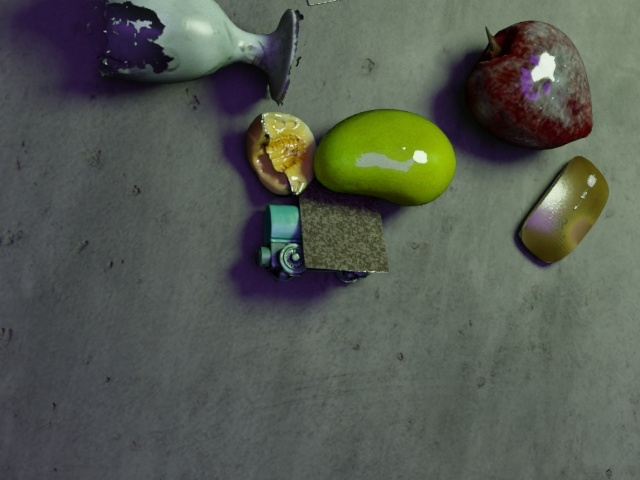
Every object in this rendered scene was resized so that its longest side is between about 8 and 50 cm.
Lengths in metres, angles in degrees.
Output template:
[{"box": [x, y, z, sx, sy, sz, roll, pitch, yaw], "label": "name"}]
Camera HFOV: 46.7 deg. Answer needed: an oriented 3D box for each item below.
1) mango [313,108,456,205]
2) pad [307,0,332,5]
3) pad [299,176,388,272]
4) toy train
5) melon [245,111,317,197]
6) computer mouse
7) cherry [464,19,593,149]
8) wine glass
[{"box": [0.125, -0.161, 1.385, 0.273, 0.149, 0.185, 11, 64, -15], "label": "mango"}, {"box": [0.029, -0.622, 1.451, 0.202, 0.005, 0.299, -16, 93, -17], "label": "pad"}, {"box": [0.039, -0.041, 1.369, 0.158, 0.003, 0.234, 5, 53, -15], "label": "pad"}, {"box": [0.000, 0.000, 1.382, 0.248, 0.101, 0.159, 1, 75, -18], "label": "toy train"}, {"box": [-0.068, -0.160, 1.378, 0.128, 0.079, 0.160, -27, 96, -38], "label": "melon"}, {"box": [0.516, -0.067, 1.554, 0.126, 0.056, 0.245, 43, 76, -12], "label": "computer mouse"}, {"box": [0.410, -0.294, 1.452, 0.300, 0.203, 0.230, 38, 75, -13], "label": "cherry"}, {"box": [-0.218, -0.349, 1.279, 0.357, 0.190, 0.190, 6, 86, -19], "label": "wine glass"}]
